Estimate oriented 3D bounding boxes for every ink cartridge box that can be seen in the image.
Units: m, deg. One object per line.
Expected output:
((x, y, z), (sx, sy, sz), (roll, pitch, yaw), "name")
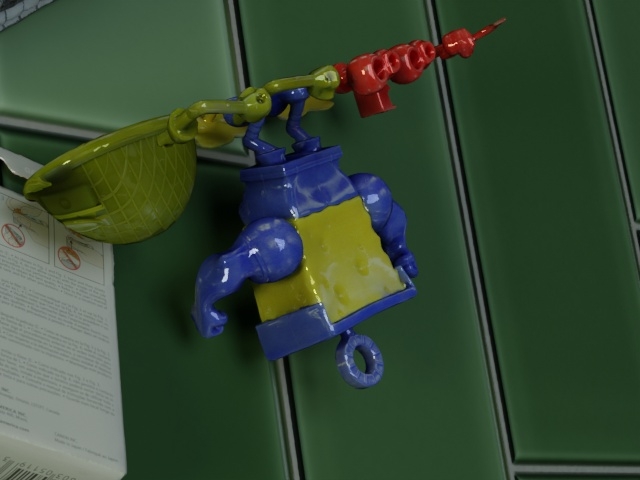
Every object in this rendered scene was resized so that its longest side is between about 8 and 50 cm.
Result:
((-0.206, 0.036, 1.046), (0.181, 0.056, 0.224), (25, 37, -34), "ink cartridge box")

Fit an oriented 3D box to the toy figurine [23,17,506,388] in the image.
((0.000, 0.000, 1.149), (0.362, 0.191, 0.217), (-24, 98, -53), "toy figurine")

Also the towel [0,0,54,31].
((-0.247, -0.236, 1.058), (0.235, 0.121, 0.284), (56, 44, -6), "towel")
